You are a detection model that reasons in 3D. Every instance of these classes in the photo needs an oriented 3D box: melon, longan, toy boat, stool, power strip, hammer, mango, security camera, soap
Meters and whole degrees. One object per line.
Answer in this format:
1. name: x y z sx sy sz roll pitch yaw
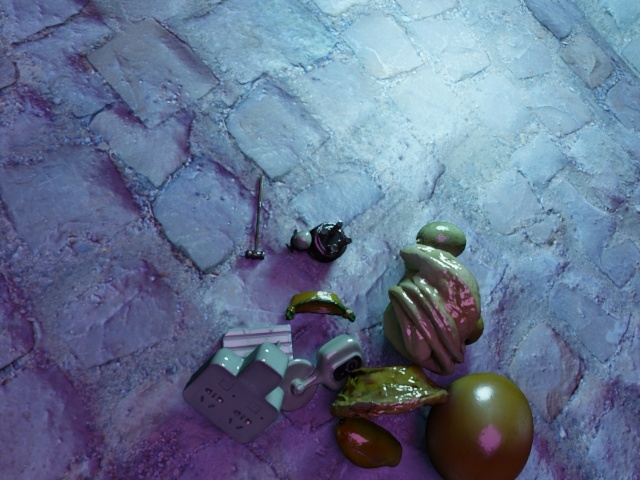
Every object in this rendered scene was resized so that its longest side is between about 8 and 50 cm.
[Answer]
1. melon: 0.408 0.003 1.539 0.193 0.139 0.139 0 72 -19
2. longan: 0.453 0.263 1.473 0.145 0.176 0.154 -22 118 7
3. toy boat: 0.000 0.208 1.376 0.230 0.089 0.088 4 57 -19
4. stool: 0.000 0.000 1.433 0.218 0.121 0.124 5 72 -20
5. power strip: -0.195 0.372 1.191 0.229 0.141 0.261 41 109 -10
6. hammer: -0.202 -0.078 1.449 0.058 0.029 0.291 7 69 -16
7. mango: 0.142 0.589 1.284 0.233 0.111 0.125 37 77 -16
8. security camera: -0.004 0.391 1.295 0.302 0.080 0.157 -24 112 -23
9. soap: -0.183 0.312 1.299 0.198 0.066 0.118 -1 73 -17

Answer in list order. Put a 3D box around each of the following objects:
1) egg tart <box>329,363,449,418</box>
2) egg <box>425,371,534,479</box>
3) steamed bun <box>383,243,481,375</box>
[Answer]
1. egg tart: 0.187 0.410 1.237 0.342 0.341 0.128 0 73 -16
2. egg: 0.457 0.545 1.294 0.283 0.282 0.351 41 65 0
3. steamed bun: 0.308 0.203 1.336 0.231 0.325 0.371 6 94 -16
